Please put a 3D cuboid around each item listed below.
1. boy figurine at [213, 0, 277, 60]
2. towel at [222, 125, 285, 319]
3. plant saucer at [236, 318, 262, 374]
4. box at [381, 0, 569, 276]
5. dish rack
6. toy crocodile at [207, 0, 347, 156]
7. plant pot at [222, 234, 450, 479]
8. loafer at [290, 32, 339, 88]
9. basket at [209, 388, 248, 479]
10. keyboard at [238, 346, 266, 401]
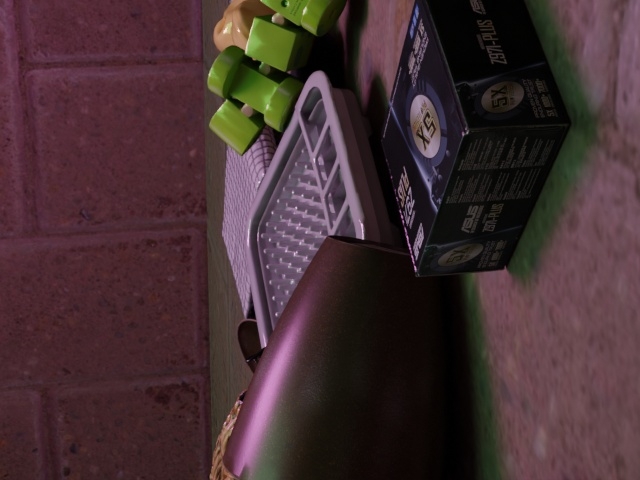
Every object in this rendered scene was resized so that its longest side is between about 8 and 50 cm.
[{"bbox_3d":[-0.075,-0.318,1.566,0.092,0.177,0.285,46,-167,-20],"label":"boy figurine"},{"bbox_3d":[-0.065,-0.043,1.680,0.235,0.121,0.283,-110,22,-51],"label":"towel"},{"bbox_3d":[-0.044,0.187,1.649,0.198,0.036,0.198,37,148,27],"label":"plant saucer"},{"bbox_3d":[0.110,-0.082,0.870,0.180,0.077,0.147,102,160,-54],"label":"box"},{"bbox_3d":[0.000,0.000,1.330,0.333,0.072,0.285,120,145,-47],"label":"dish rack"},{"bbox_3d":[-0.045,-0.250,1.375,0.105,0.115,0.340,-35,-27,-61],"label":"toy crocodile"},{"bbox_3d":[0.035,0.117,1.067,0.215,0.215,0.230,-154,75,-77],"label":"plant pot"},{"bbox_3d":[-0.009,-0.161,1.473,0.078,0.076,0.223,-144,56,-82],"label":"loafer"},{"bbox_3d":[-0.015,0.335,1.285,0.223,0.213,0.299,-108,18,-54],"label":"basket"},{"bbox_3d":[-0.001,0.114,1.184,0.100,0.192,0.038,47,-170,-24],"label":"keyboard"}]
